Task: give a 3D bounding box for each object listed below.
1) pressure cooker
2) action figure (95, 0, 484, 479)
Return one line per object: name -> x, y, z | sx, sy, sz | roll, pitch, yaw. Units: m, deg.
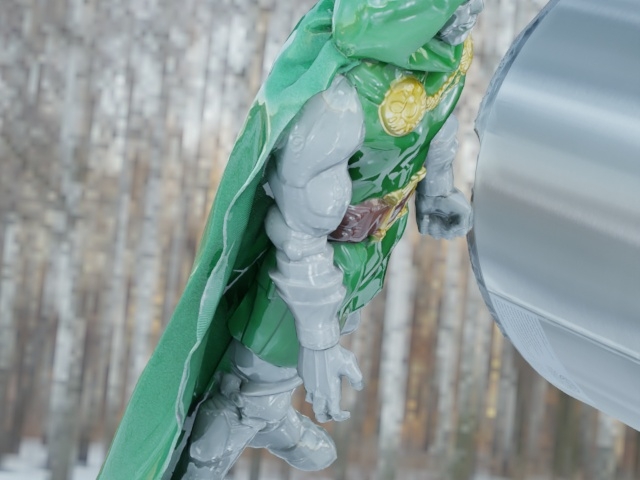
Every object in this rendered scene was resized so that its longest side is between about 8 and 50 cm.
pressure cooker -> 0.340, -0.003, 1.313 | 0.370, 0.375, 0.420 | 10, 8, -28
action figure -> 0.000, 0.000, 0.518 | 0.063, 0.137, 0.232 | 30, -40, 9
